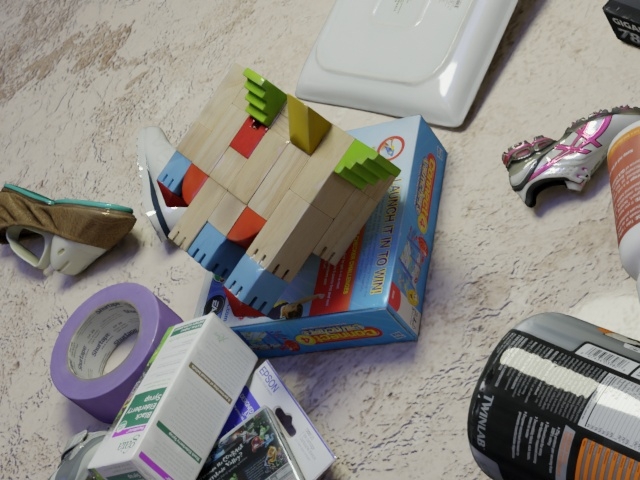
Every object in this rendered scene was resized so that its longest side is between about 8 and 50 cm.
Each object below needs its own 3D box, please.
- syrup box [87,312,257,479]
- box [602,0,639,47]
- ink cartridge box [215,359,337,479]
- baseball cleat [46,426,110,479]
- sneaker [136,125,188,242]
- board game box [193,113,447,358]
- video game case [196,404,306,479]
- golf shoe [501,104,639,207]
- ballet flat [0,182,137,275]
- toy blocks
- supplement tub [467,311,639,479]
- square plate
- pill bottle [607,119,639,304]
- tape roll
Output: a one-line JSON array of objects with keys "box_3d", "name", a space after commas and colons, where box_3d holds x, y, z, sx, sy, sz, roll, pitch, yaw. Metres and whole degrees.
[{"box_3d": [-0.181, 0.213, 1.577, 0.093, 0.096, 0.237, -21, 31, 43], "name": "syrup box"}, {"box_3d": [0.555, -0.334, 1.575, 0.293, 0.073, 0.295, -49, 44, -6], "name": "box"}, {"box_3d": [-0.090, 0.283, 1.569, 0.208, 0.045, 0.206, -43, 43, 3], "name": "ink cartridge box"}, {"box_3d": [-0.347, 0.337, 1.712, 0.206, 0.072, 0.109, -39, 29, -3], "name": "baseball cleat"}, {"box_3d": [-0.227, -0.096, 1.960, 0.095, 0.090, 0.235, -22, 49, 4], "name": "sneaker"}, {"box_3d": [0.000, 0.000, 1.701, 0.302, 0.086, 0.308, -9, 52, 31], "name": "board game box"}, {"box_3d": [-0.106, 0.314, 1.510, 0.190, 0.022, 0.173, -39, 45, 7], "name": "video game case"}, {"box_3d": [0.324, -0.104, 1.573, 0.186, 0.067, 0.086, -24, 72, 19], "name": "golf shoe"}, {"box_3d": [-0.419, -0.012, 2.015, 0.342, 0.116, 0.124, 10, 84, 41], "name": "ballet flat"}, {"box_3d": [-0.082, -0.057, 1.636, 0.261, 0.191, 0.381, -55, 43, 3], "name": "toy blocks"}, {"box_3d": [0.315, 0.202, 1.228, 0.316, 0.193, 0.193, 22, 72, 44], "name": "supplement tub"}, {"box_3d": [0.136, -0.349, 1.862, 0.344, 0.049, 0.347, 17, 79, 45], "name": "square plate"}, {"box_3d": [0.389, -0.024, 1.408, 0.121, 0.121, 0.216, -17, 49, 25], "name": "pill bottle"}, {"box_3d": [-0.283, 0.158, 1.787, 0.189, 0.080, 0.189, -19, 48, 23], "name": "tape roll"}]
